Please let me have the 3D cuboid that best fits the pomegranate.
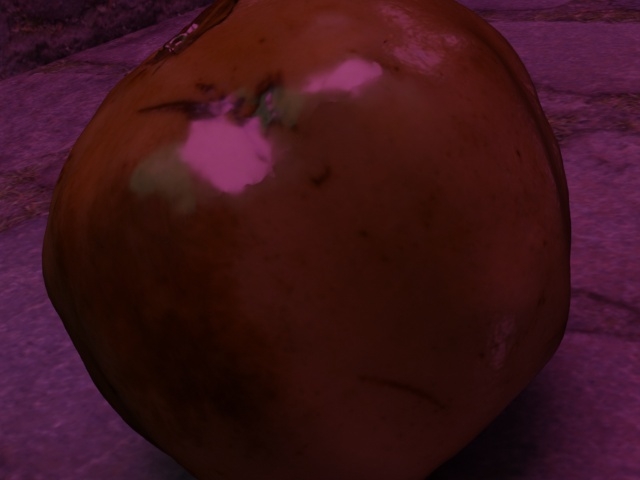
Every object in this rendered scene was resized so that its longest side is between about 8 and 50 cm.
[{"bbox_3d":[0.000,0.000,0.627,0.333,0.332,0.332,-9,24,4],"label":"pomegranate"}]
